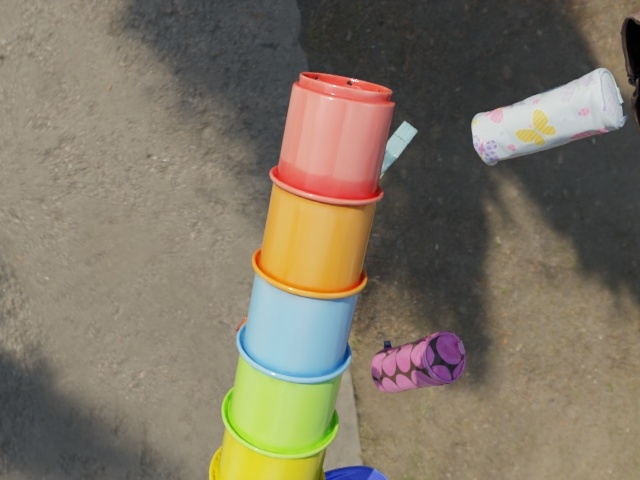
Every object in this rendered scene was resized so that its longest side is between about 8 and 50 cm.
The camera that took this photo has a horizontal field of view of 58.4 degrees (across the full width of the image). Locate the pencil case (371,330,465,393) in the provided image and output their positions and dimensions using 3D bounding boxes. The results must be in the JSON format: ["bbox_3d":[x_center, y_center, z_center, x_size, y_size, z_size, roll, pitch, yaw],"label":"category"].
[{"bbox_3d":[0.167,0.208,0.984,0.098,0.209,0.095,-11,79,-24],"label":"pencil case"}]

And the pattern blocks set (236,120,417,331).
[{"bbox_3d":[0.000,0.000,0.680,0.026,0.325,0.285,38,71,-1],"label":"pattern blocks set"}]

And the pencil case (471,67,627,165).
[{"bbox_3d":[0.431,-0.233,1.105,0.124,0.273,0.113,-45,112,-45],"label":"pencil case"}]

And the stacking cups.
[{"bbox_3d":[-0.007,0.048,0.404,0.096,0.096,0.316,1,114,-31],"label":"stacking cups"}]

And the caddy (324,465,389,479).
[{"bbox_3d":[0.011,0.377,0.503,0.341,0.241,0.179,-29,127,-36],"label":"caddy"}]

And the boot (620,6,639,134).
[{"bbox_3d":[0.278,-0.183,0.333,0.206,0.090,0.248,-30,125,2],"label":"boot"}]
